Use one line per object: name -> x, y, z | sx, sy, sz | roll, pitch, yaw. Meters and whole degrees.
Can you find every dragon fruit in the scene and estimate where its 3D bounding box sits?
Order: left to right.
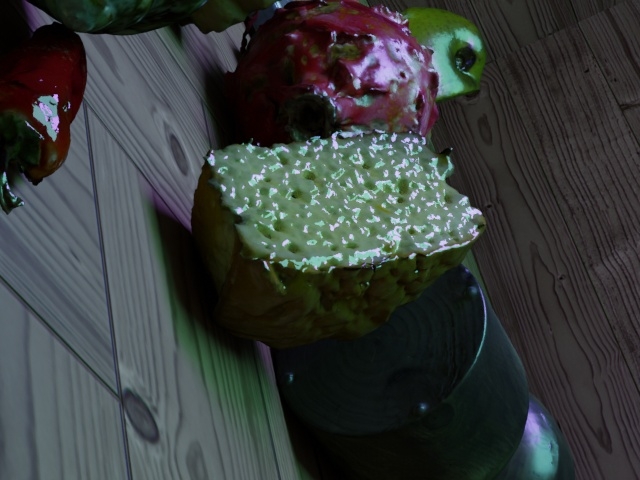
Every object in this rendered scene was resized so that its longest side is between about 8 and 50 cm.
dragon fruit -> 0.010, -0.129, 1.346 | 0.268, 0.205, 0.210 | -62, 166, -75

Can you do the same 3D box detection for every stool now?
stool -> 0.094, 0.149, 1.188 | 0.264, 0.179, 0.179 | 56, 14, -46

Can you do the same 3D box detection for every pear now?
pear -> 0.113, -0.262, 2.100 | 0.292, 0.292, 0.159 | -32, 108, -80

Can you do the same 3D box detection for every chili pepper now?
chili pepper -> -0.152, -0.081, 0.777 | 0.059, 0.050, 0.268 | 46, 15, -18

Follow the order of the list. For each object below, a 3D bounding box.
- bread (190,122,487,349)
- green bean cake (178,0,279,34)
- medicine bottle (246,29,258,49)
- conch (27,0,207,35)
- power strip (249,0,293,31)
bread -> 0.000, 0.000, 1.050 | 0.229, 0.139, 0.143 | -7, 60, -36
green bean cake -> -0.064, -0.319, 1.319 | 0.131, 0.224, 0.230 | 57, 10, -45
medicine bottle -> 0.028, -0.106, 1.547 | 0.141, 0.141, 0.293 | 35, 33, -72
conch -> -0.143, -0.190, 0.826 | 0.187, 0.124, 0.181 | 24, 11, -19
power strip -> -0.087, -0.308, 1.687 | 0.216, 0.061, 0.145 | 65, 16, -5
